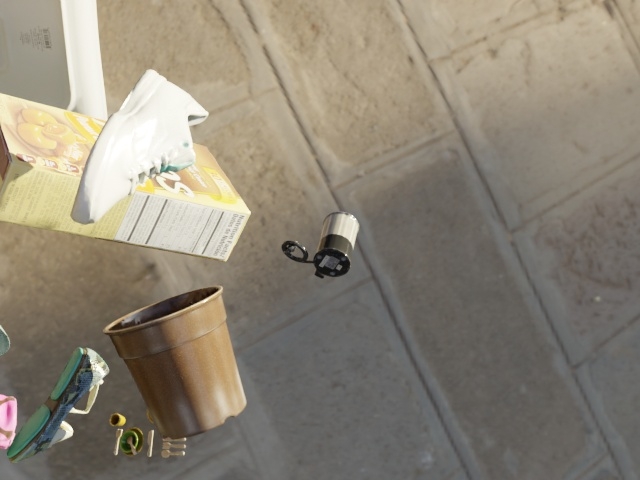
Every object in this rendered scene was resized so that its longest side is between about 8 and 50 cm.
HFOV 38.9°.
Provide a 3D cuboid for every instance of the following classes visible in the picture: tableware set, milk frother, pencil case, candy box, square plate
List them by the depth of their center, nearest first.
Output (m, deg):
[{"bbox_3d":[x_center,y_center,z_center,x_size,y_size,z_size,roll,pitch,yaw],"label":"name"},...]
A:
[{"bbox_3d":[-0.267,-0.078,1.157,0.317,0.087,0.183,11,29,-36],"label":"candy box"},{"bbox_3d":[-0.490,-0.297,1.285,0.344,0.347,0.049,2,40,-5],"label":"square plate"},{"bbox_3d":[-0.585,0.290,1.441,0.209,0.095,0.098,10,29,-42],"label":"pencil case"},{"bbox_3d":[-0.294,0.317,1.551,0.024,0.154,0.103,36,54,-58],"label":"tableware set"},{"bbox_3d":[0.000,0.000,2.033,0.143,0.129,0.134,41,36,-21],"label":"milk frother"}]

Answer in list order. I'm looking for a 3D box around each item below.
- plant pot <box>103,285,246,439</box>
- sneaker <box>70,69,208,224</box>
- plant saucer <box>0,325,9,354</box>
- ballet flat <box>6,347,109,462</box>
[{"bbox_3d":[-0.184,0.166,1.215,0.167,0.167,0.165,-23,99,-30],"label":"plant pot"},{"bbox_3d":[-0.178,-0.089,0.928,0.094,0.080,0.212,28,50,-8],"label":"sneaker"},{"bbox_3d":[-0.708,0.169,1.796,0.195,0.195,0.037,25,48,-21],"label":"plant saucer"},{"bbox_3d":[-0.366,0.244,1.287,0.070,0.070,0.188,36,84,-16],"label":"ballet flat"}]
